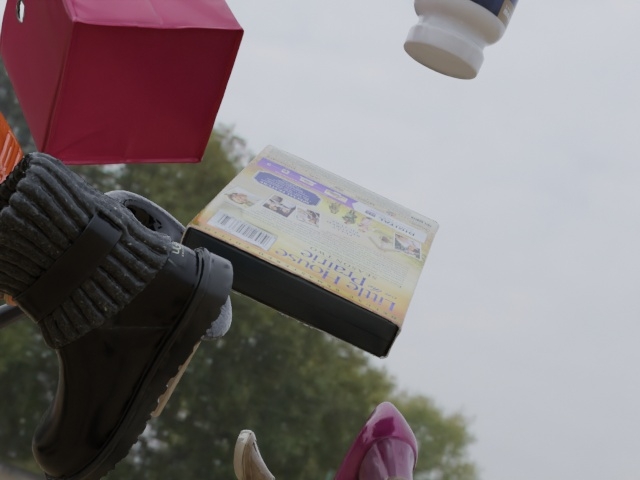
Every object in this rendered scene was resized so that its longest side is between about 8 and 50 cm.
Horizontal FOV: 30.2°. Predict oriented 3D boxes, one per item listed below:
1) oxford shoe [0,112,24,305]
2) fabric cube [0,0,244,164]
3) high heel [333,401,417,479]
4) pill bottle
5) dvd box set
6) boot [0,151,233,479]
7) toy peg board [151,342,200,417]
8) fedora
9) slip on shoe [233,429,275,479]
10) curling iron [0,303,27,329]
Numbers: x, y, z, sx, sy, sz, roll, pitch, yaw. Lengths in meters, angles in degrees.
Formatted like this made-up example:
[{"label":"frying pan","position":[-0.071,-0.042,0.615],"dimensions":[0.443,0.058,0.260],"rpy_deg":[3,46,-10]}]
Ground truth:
[{"label":"oxford shoe","position":[-0.411,-0.089,1.323],"dimensions":[0.132,0.364,0.130],"rpy_deg":[-9,24,0]},{"label":"fabric cube","position":[-0.299,-0.286,1.727],"dimensions":[0.259,0.258,0.254],"rpy_deg":[-2,-44,-30]},{"label":"high heel","position":[0.042,0.424,1.769],"dimensions":[0.127,0.181,0.377],"rpy_deg":[25,-63,-16]},{"label":"pill bottle","position":[0.235,-0.395,1.837],"dimensions":[0.153,0.265,0.153],"rpy_deg":[23,-5,2]},{"label":"dvd box set","position":[0.000,0.000,1.689],"dimensions":[0.307,0.062,0.420],"rpy_deg":[25,22,3]},{"label":"boot","position":[-0.286,0.091,1.262],"dimensions":[0.260,0.348,0.131],"rpy_deg":[27,16,-25]},{"label":"toy peg board","position":[-0.281,0.154,1.745],"dimensions":[0.160,0.161,0.079],"rpy_deg":[36,15,23]},{"label":"fedora","position":[-0.318,0.074,2.135],"dimensions":[0.152,0.334,0.334],"rpy_deg":[-41,-50,21]},{"label":"slip on shoe","position":[-0.075,0.286,1.426],"dimensions":[0.041,0.051,0.135],"rpy_deg":[4,-63,17]},{"label":"curling iron","position":[-0.429,0.126,1.464],"dimensions":[0.068,0.274,0.035],"rpy_deg":[57,-6,7]}]
